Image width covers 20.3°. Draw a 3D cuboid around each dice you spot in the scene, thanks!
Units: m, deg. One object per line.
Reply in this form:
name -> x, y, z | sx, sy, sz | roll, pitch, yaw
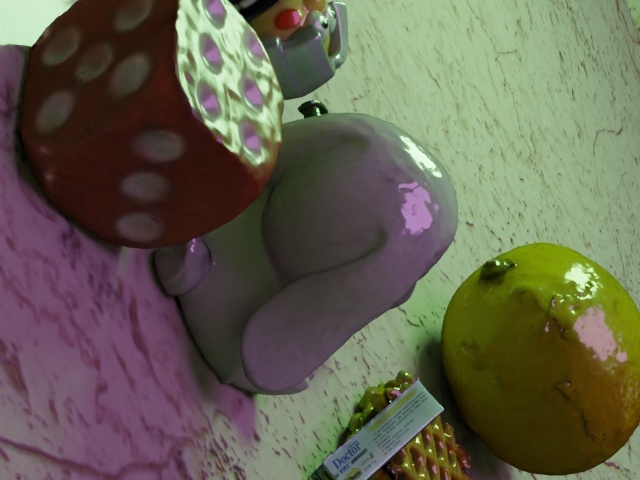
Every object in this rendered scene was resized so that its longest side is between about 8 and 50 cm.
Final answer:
dice -> -0.142, -0.111, 1.548 | 0.174, 0.179, 0.175 | 45, 32, -43

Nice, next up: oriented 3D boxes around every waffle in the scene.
waffle -> 0.107, 0.264, 1.937 | 0.243, 0.058, 0.238 | 61, 22, -18

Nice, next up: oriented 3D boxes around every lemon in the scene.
lemon -> 0.275, 0.145, 2.152 | 0.260, 0.260, 0.284 | -22, 91, -66

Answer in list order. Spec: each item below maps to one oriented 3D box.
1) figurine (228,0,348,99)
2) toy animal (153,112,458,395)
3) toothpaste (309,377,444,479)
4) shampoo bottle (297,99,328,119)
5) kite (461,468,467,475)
figurine -> -0.065, -0.264, 1.887 | 0.236, 0.133, 0.176 | 61, 28, -13
toy animal -> 0.000, 0.000, 1.658 | 0.206, 0.265, 0.272 | 29, 48, -54
toothpaste -> 0.059, 0.202, 1.811 | 0.046, 0.034, 0.164 | 48, 51, 7
shampoo bottle -> 0.007, -0.043, 1.918 | 0.118, 0.087, 0.234 | 28, 47, -57
kite -> 0.192, 0.393, 2.063 | 0.360, 0.022, 0.204 | 63, 25, -14
